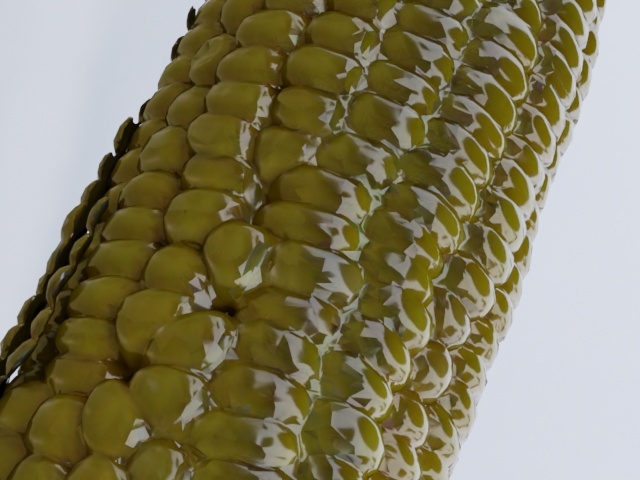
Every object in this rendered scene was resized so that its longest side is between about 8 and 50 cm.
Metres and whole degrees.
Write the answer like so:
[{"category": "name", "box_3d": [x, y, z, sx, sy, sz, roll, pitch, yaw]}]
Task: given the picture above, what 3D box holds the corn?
[{"category": "corn", "box_3d": [0.000, 0.000, 0.468, 0.318, 0.115, 0.115, -65, -170, -25]}]
